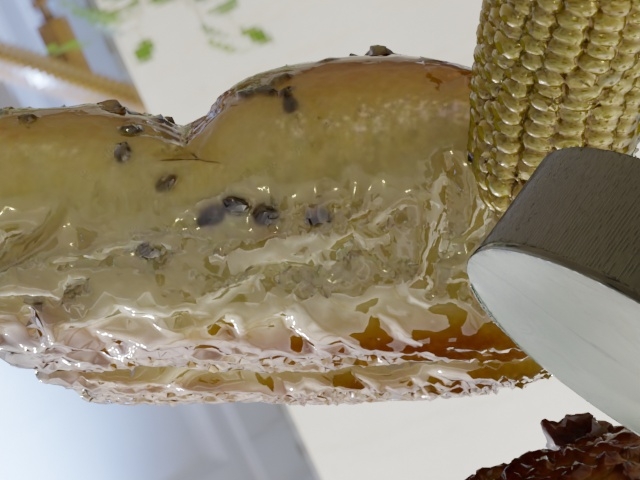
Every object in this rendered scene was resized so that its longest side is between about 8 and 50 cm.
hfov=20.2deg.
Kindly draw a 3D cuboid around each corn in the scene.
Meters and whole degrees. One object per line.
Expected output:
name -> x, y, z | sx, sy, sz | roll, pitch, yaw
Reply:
corn -> 0.124, -0.127, 0.832 | 0.106, 0.293, 0.106 | 6, -148, -4

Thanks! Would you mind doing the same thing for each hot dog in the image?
hot dog -> 0.000, 0.000, 1.116 | 0.366, 0.196, 0.367 | 1, 167, 13

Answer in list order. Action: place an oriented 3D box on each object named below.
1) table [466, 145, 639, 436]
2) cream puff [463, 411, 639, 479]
table -> 0.113, 0.028, 0.567 | 0.043, 0.133, 0.133 | -55, -166, -13
cream puff -> 0.187, 0.266, 1.088 | 0.350, 0.350, 0.229 | -24, 157, 11
